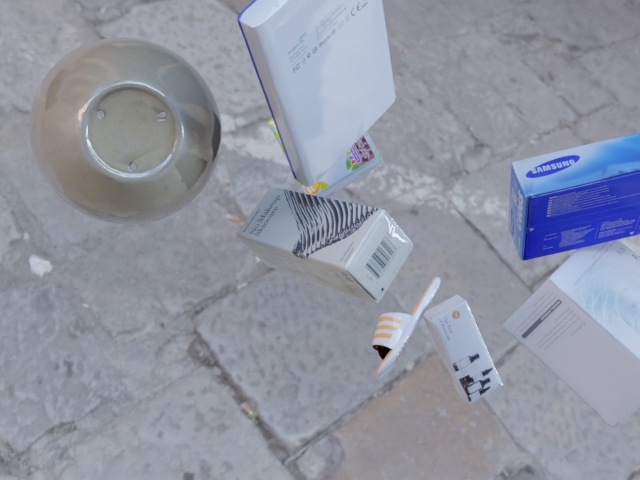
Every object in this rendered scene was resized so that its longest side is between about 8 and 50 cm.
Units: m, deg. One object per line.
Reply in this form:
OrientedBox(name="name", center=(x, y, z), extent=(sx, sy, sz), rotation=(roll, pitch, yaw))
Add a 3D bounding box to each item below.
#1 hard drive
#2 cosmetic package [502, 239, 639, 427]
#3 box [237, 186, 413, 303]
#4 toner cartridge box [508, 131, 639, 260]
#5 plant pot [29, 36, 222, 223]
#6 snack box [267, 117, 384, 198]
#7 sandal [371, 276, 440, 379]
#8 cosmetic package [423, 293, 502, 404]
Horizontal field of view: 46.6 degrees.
OrientedBox(name="hard drive", center=(0.011, -0.240, 1.010), extent=(0.040, 0.318, 0.210), rotation=(34, 72, 27))
OrientedBox(name="cosmetic package", center=(0.455, 0.129, 1.181), extent=(0.225, 0.138, 0.224), rotation=(44, 45, 14))
OrientedBox(name="box", center=(0.000, 0.000, 1.145), extent=(0.094, 0.275, 0.113), rotation=(46, 69, -37))
OrientedBox(name="toner cartridge box", center=(0.463, -0.079, 1.112), extent=(0.348, 0.165, 0.075), rotation=(-13, 52, 2))
OrientedBox(name="plant pot", center=(-0.269, -0.153, 1.054), extent=(0.284, 0.191, 0.284), rotation=(-2, 99, -16))
OrientedBox(name="snack box", center=(0.009, -0.211, 1.592), extent=(0.207, 0.175, 0.070), rotation=(64, 17, 16))
OrientedBox(name="sandal", center=(0.162, 0.171, 1.549), extent=(0.076, 0.102, 0.265), rotation=(29, 60, 11))
OrientedBox(name="cosmetic package", center=(0.328, 0.252, 1.713), extent=(0.099, 0.060, 0.239), rotation=(-29, 108, -7))
